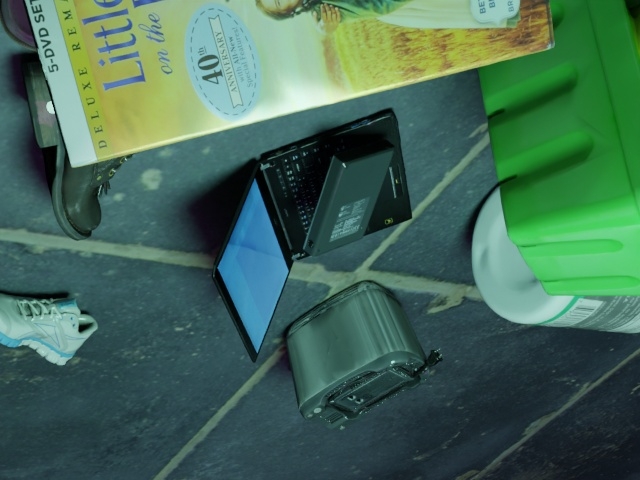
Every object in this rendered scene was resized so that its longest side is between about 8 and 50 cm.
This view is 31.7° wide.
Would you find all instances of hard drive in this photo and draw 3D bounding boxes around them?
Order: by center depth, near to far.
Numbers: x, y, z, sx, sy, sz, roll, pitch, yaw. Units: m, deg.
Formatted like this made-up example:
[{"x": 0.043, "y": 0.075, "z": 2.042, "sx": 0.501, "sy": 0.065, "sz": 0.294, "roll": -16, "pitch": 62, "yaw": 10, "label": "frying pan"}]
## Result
[{"x": 0.034, "y": -0.050, "z": 1.326, "sx": 0.094, "sy": 0.022, "sz": 0.135, "roll": -20, "pitch": 140, "yaw": -43, "label": "hard drive"}]

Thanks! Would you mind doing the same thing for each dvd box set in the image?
[{"x": -0.035, "y": -0.256, "z": 0.898, "sx": 0.420, "sy": 0.062, "sz": 0.308, "roll": -14, "pitch": 108, "yaw": -9, "label": "dvd box set"}]

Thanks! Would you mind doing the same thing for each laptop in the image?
[{"x": 0.000, "y": 0.000, "z": 1.375, "sx": 0.264, "sy": 0.136, "sz": 0.234, "roll": -20, "pitch": 148, "yaw": -2, "label": "laptop"}]

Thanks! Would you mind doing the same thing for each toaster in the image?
[{"x": 0.054, "y": 0.161, "z": 1.630, "sx": 0.227, "sy": 0.146, "sz": 0.129, "roll": -34, "pitch": 146, "yaw": 20, "label": "toaster"}]

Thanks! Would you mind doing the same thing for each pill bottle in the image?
[{"x": 0.403, "y": 0.026, "z": 1.579, "sx": 0.361, "sy": 0.204, "sz": 0.204, "roll": 7, "pitch": 138, "yaw": -37, "label": "pill bottle"}]

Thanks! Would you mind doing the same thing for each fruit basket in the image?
[{"x": 0.356, "y": -0.149, "z": 1.146, "sx": 0.392, "sy": 0.392, "sz": 0.283, "roll": -29, "pitch": 147, "yaw": 11, "label": "fruit basket"}]

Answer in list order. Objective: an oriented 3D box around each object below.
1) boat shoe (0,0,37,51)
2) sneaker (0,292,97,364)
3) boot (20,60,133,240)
[{"x": -0.126, "y": -0.209, "z": 0.979, "sx": 0.302, "sy": 0.103, "sz": 0.113, "roll": -6, "pitch": 108, "yaw": -12, "label": "boat shoe"}, {"x": -0.346, "y": 0.092, "z": 1.389, "sx": 0.083, "sy": 0.071, "sz": 0.190, "roll": -35, "pitch": 154, "yaw": 10, "label": "sneaker"}, {"x": -0.173, "y": -0.110, "z": 1.158, "sx": 0.229, "sy": 0.091, "sz": 0.263, "roll": -13, "pitch": 144, "yaw": -11, "label": "boot"}]
